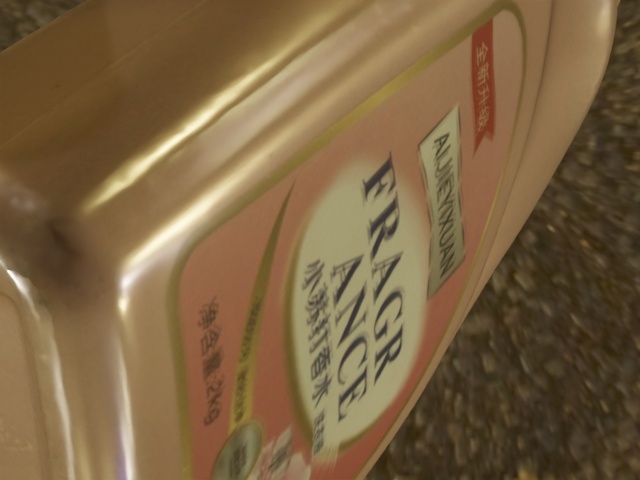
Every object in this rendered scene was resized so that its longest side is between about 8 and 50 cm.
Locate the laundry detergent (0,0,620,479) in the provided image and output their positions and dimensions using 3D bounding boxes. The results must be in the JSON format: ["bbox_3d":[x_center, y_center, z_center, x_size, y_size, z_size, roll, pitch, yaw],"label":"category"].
[{"bbox_3d":[0.000,0.000,0.445,0.076,0.237,0.171,24,131,26],"label":"laundry detergent"}]
